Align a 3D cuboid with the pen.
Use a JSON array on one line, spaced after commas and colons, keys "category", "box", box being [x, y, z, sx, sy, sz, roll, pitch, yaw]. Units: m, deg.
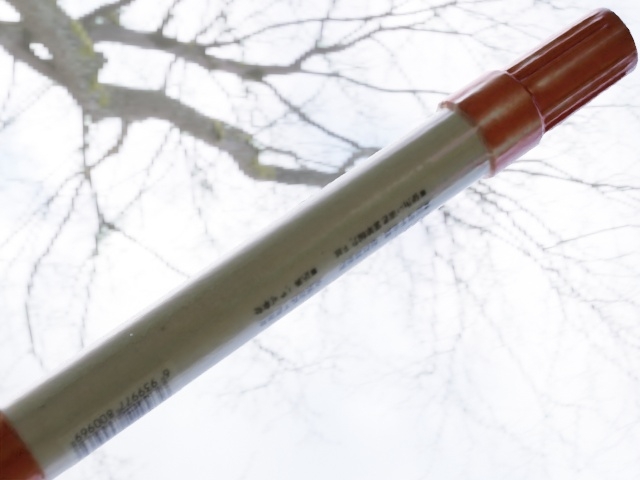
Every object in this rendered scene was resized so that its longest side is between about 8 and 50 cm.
[{"category": "pen", "box": [0.000, 0.000, 0.447, 0.028, 0.239, 0.028, 47, -20, 23]}]
